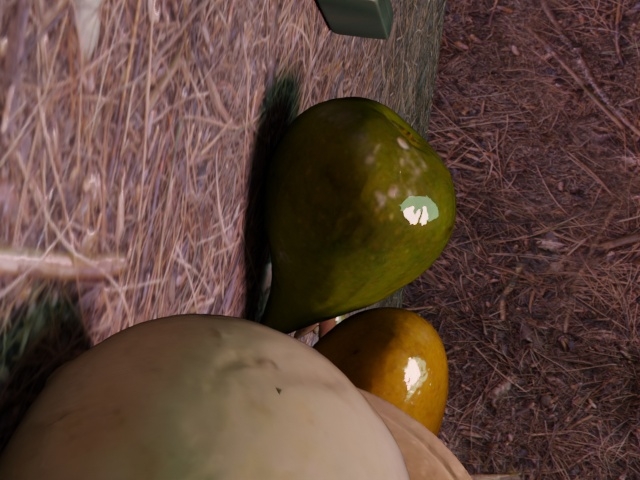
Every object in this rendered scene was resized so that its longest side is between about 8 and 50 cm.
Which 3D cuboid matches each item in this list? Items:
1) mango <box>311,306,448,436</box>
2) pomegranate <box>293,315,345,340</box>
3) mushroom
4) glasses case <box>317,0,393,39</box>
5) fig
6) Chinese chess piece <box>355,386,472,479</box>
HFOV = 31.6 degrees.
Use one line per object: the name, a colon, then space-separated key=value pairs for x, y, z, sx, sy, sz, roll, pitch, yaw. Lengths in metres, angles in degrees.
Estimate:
mango: x=0.024 y=0.247 z=1.388 sx=0.301 sy=0.220 sz=0.445 roll=-46 pitch=161 yaw=-42
pomegranate: x=0.026 y=0.058 z=1.577 sx=0.152 sy=0.131 sz=0.191 roll=-43 pitch=151 yaw=-80
mushroom: x=-0.100 y=0.229 z=0.750 sx=0.336 sy=0.314 sz=0.314 roll=-47 pitch=-169 yaw=35
glasses case: x=0.042 y=-0.288 z=1.372 sx=0.184 sy=0.078 sz=0.039 roll=30 pitch=69 yaw=-81
fig: x=0.008 y=-0.029 z=1.291 sx=0.314 sy=0.233 sz=0.233 roll=-29 pitch=-152 yaw=38
Chinese chess piece: x=-0.004 y=0.276 z=1.020 sx=0.140 sy=0.338 sz=0.338 roll=-62 pitch=-178 yaw=35
